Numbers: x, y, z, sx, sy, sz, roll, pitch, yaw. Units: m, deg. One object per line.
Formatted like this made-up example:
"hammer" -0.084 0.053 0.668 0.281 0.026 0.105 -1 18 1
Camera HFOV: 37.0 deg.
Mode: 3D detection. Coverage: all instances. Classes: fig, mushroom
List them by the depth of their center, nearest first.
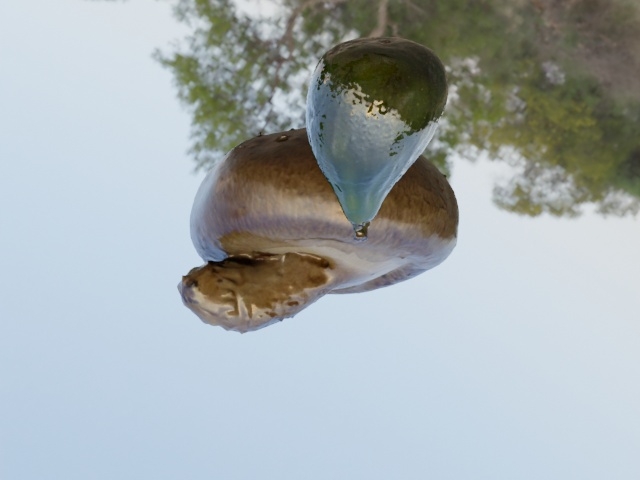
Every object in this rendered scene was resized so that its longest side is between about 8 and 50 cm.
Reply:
"fig" 0.036 -0.083 0.792 0.117 0.177 0.117 10 -146 -7
"mushroom" 0.001 -0.025 1.145 0.345 0.239 0.345 1 -169 0
